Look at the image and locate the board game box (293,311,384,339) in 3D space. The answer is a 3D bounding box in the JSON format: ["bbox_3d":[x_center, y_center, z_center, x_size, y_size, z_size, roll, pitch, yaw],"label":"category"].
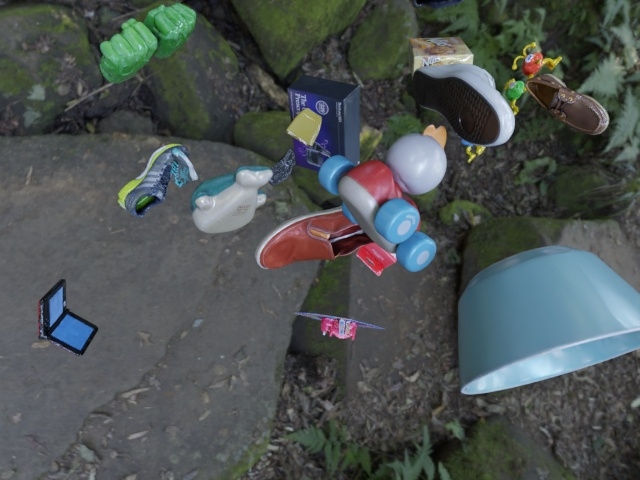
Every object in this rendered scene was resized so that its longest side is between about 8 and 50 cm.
[{"bbox_3d":[0.030,0.161,0.883,0.169,0.133,0.033,25,70,-49],"label":"board game box"}]

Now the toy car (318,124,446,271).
[{"bbox_3d":[0.165,-0.109,0.916,0.238,0.219,0.210,-43,138,-2],"label":"toy car"}]

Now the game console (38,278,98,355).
[{"bbox_3d":[-0.540,0.163,1.049,0.085,0.144,0.124,4,104,-12],"label":"game console"}]

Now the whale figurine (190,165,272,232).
[{"bbox_3d":[-0.240,-0.130,1.288,0.216,0.272,0.141,-8,65,-42],"label":"whale figurine"}]

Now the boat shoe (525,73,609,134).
[{"bbox_3d":[0.463,-0.259,0.929,0.060,0.064,0.178,-11,50,-30],"label":"boat shoe"}]

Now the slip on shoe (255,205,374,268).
[{"bbox_3d":[0.000,0.000,1.167,0.123,0.331,0.101,70,3,-46],"label":"slip on shoe"}]

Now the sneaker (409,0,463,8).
[{"bbox_3d":[0.342,-0.641,1.105,0.125,0.321,0.180,34,40,-34],"label":"sneaker"}]

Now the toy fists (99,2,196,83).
[{"bbox_3d":[-0.421,-0.496,1.194,0.279,0.142,0.096,-45,111,-32],"label":"toy fists"}]

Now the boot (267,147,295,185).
[{"bbox_3d":[-0.172,-0.280,1.991,0.077,0.137,0.198,45,60,-11],"label":"boot"}]

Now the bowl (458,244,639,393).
[{"bbox_3d":[0.345,0.118,0.766,0.312,0.311,0.163,11,55,-41],"label":"bowl"}]

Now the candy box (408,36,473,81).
[{"bbox_3d":[0.397,-0.616,1.642,0.316,0.183,0.087,-78,168,-58],"label":"candy box"}]

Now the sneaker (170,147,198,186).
[{"bbox_3d":[-0.442,-0.221,1.527,0.076,0.166,0.065,-42,68,-16],"label":"sneaker"}]

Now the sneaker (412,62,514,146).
[{"bbox_3d":[0.270,-0.253,0.835,0.123,0.290,0.106,-13,126,-8],"label":"sneaker"}]

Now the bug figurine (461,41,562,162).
[{"bbox_3d":[0.402,-0.299,1.091,0.072,0.279,0.216,42,12,10],"label":"bug figurine"}]

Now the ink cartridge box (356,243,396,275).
[{"bbox_3d":[0.248,0.009,1.883,0.134,0.078,0.231,43,51,-9],"label":"ink cartridge box"}]

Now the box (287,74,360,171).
[{"bbox_3d":[0.015,-0.330,1.423,0.103,0.184,0.261,-54,151,-39],"label":"box"}]

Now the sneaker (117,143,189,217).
[{"bbox_3d":[-0.540,-0.192,1.621,0.300,0.121,0.111,-48,145,4],"label":"sneaker"}]

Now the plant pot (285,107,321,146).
[{"bbox_3d":[-0.040,-0.312,1.322,0.081,0.081,0.083,31,96,-10],"label":"plant pot"}]
